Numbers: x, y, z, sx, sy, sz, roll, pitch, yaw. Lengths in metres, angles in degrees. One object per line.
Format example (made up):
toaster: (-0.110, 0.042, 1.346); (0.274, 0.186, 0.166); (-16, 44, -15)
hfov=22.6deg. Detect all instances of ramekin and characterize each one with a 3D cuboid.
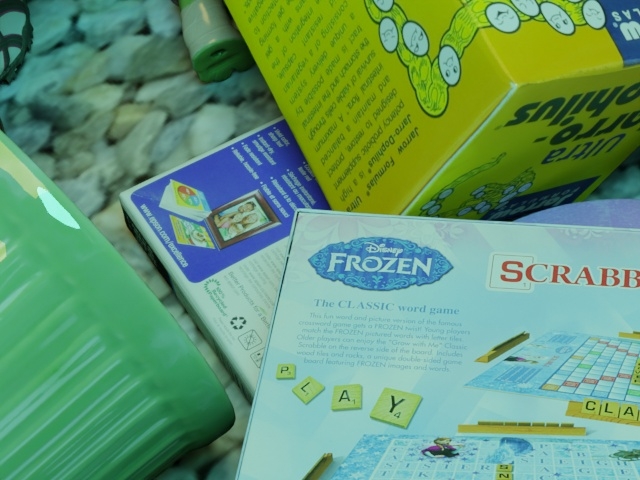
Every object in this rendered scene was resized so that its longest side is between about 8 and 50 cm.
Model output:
ramekin: (-0.207, 0.050, 0.945); (0.148, 0.303, 0.303); (-44, 59, -13)

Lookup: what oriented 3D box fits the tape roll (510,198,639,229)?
tape roll: (0.182, 0.108, 0.964); (0.275, 0.090, 0.275); (-4, 53, 5)

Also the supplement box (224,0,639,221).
supplement box: (0.064, -0.199, 1.035); (0.194, 0.195, 0.356); (-14, 67, -35)

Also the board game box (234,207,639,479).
board game box: (0.116, 0.128, 0.852); (0.319, 0.066, 0.318); (4, 51, 11)

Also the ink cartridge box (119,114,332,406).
ink cartridge box: (0.000, 0.000, 1.099); (0.208, 0.045, 0.206); (-28, 55, -14)

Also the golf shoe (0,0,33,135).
golf shoe: (-0.284, -0.154, 1.216); (0.105, 0.120, 0.273); (-9, 51, 4)

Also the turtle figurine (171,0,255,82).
turtle figurine: (-0.088, -0.256, 1.273); (0.198, 0.274, 0.266); (-16, 70, -31)
